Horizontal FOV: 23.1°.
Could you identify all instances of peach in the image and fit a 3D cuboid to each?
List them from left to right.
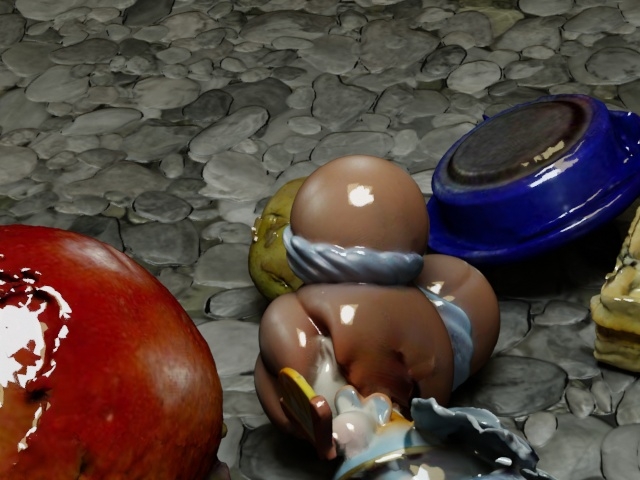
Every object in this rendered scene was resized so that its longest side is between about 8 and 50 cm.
[{"bbox_3d":[-0.269,0.165,1.238,0.416,0.353,0.339,-26,82,-42],"label":"peach"}]

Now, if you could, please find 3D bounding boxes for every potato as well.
[{"bbox_3d":[0.000,0.000,1.610,0.137,0.137,0.176,10,43,18],"label":"potato"}]

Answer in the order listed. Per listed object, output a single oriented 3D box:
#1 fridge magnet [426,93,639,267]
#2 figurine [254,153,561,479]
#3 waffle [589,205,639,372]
[{"bbox_3d":[0.224,-0.065,1.640,0.265,0.112,0.265,-25,24,12],"label":"fridge magnet"},{"bbox_3d":[0.067,0.133,1.349,0.248,0.276,0.388,-34,39,2],"label":"figurine"},{"bbox_3d":[0.438,0.001,1.569,0.261,0.114,0.376,14,42,22],"label":"waffle"}]
